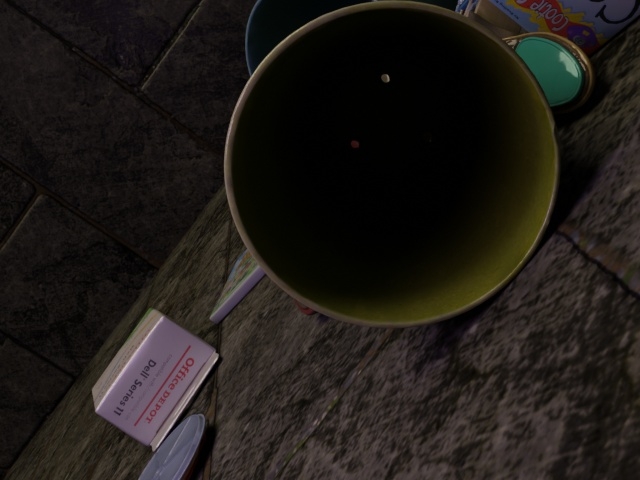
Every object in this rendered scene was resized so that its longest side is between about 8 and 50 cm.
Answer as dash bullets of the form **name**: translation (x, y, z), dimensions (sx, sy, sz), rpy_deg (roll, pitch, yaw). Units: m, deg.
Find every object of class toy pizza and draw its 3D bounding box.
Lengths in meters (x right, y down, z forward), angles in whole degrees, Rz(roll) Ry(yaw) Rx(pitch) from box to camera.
- **toy pizza**: translation (-0.214, 0.333, 1.370), dimensions (0.201, 0.032, 0.201), rpy_deg (-50, 13, 16)

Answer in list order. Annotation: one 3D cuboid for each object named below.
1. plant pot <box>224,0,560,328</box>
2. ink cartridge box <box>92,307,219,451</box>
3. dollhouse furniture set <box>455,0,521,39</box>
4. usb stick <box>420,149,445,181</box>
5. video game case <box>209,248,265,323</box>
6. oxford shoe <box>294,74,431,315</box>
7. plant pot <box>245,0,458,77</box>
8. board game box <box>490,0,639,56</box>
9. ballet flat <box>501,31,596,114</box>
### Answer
- **plant pot**: translation (0.064, -0.095, 0.941), dimensions (0.274, 0.275, 0.293), rpy_deg (-51, 8, 14)
- **ink cartridge box**: translation (-0.304, 0.240, 1.766), dimensions (0.207, 0.119, 0.353), rpy_deg (-56, 12, -10)
- **dollhouse furniture set**: translation (0.135, -0.290, 1.121), dimensions (0.129, 0.184, 0.129), rpy_deg (-69, 10, -19)
- **usb stick**: translation (0.159, -0.105, 1.117), dimensions (0.278, 0.045, 0.077), rpy_deg (-55, 5, -3)
- **video game case**: translation (-0.124, 0.038, 1.869), dimensions (0.212, 0.023, 0.193), rpy_deg (-46, 14, 35)
- **oxford shoe**: translation (0.069, -0.046, 1.205), dimensions (0.123, 0.130, 0.348), rpy_deg (57, 131, 41)
- **plant pot**: translation (0.084, -0.272, 1.343), dimensions (0.235, 0.293, 0.293), rpy_deg (-46, 5, -37)
- **board game box**: translation (0.298, -0.321, 0.938), dimensions (0.275, 0.144, 0.142), rpy_deg (-41, 18, 50)
- **ballet flat**: translation (0.211, -0.173, 1.004), dimensions (0.232, 0.073, 0.080), rpy_deg (28, 109, 55)
